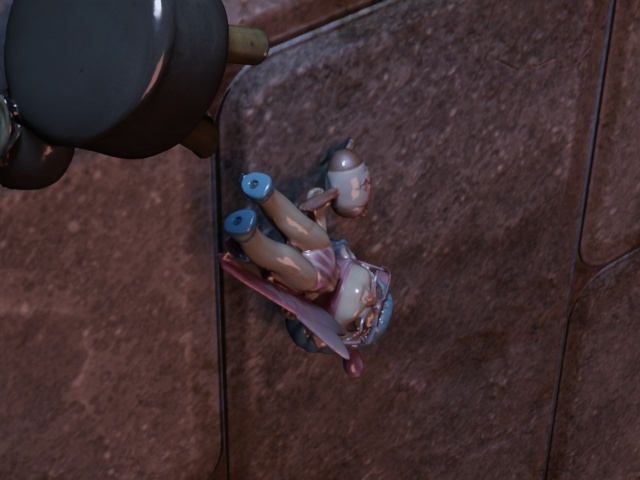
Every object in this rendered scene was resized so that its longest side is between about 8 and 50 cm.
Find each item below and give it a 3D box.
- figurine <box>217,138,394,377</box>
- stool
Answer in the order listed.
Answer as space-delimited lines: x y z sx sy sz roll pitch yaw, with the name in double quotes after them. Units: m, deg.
-0.012 0.006 1.507 0.260 0.103 0.205 45 49 -51 "figurine"
-0.152 -0.129 1.208 0.228 0.153 0.139 -20 162 32 "stool"
